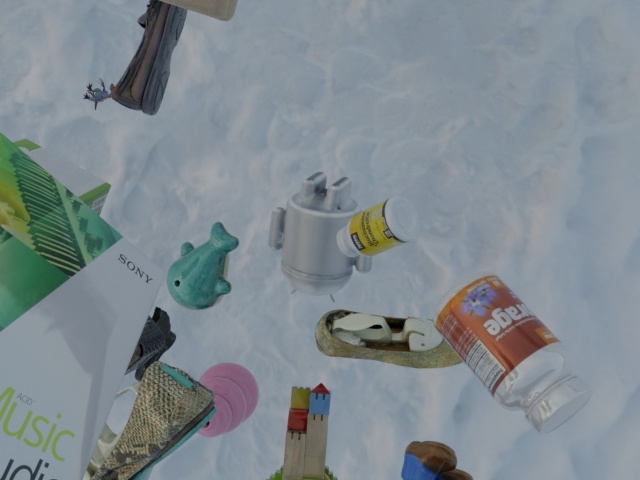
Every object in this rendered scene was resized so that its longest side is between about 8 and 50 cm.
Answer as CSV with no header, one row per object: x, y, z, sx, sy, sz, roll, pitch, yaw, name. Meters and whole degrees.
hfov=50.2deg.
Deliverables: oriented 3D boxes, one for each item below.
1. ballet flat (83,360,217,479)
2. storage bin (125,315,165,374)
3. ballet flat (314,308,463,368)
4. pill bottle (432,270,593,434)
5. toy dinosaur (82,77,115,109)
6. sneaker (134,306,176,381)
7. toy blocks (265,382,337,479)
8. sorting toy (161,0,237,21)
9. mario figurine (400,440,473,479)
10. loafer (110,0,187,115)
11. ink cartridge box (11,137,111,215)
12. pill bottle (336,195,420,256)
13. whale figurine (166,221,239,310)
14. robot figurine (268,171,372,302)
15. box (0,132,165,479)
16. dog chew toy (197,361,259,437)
-0.366,0.388,1.265,0.182,0.164,0.482,40,119,5,ballet flat
-0.429,0.185,1.425,0.122,0.084,0.180,-40,83,19,storage bin
0.159,0.208,1.492,0.349,0.123,0.123,3,110,7,ballet flat
0.265,0.155,0.948,0.121,0.216,0.121,-25,144,-20,pill bottle
-0.450,-0.304,1.413,0.082,0.090,0.047,17,73,20,toy dinosaur
-0.411,0.251,1.644,0.170,0.051,0.089,-55,136,-14,sneaker
-0.031,0.483,1.713,0.191,0.381,0.260,5,80,1,toy blocks
-0.168,-0.345,0.695,0.208,0.038,0.192,13,91,-21,sorting toy
0.141,0.442,0.904,0.198,0.170,0.320,32,58,-7,mario figurine
-0.329,-0.400,1.333,0.095,0.109,0.302,15,88,-4,loafer
-0.675,-0.135,1.662,0.255,0.189,0.097,29,114,1,ink cartridge box
0.123,-0.023,1.513,0.103,0.103,0.184,41,140,-21,pill bottle
-0.342,0.078,1.961,0.216,0.141,0.272,44,115,22,whale figurine
0.000,0.000,1.834,0.300,0.200,0.353,16,114,20,robot figurine
-0.252,0.092,0.484,0.059,0.321,0.232,-12,138,31,box
-0.312,0.504,2.122,0.207,0.332,0.206,1,96,8,dog chew toy
